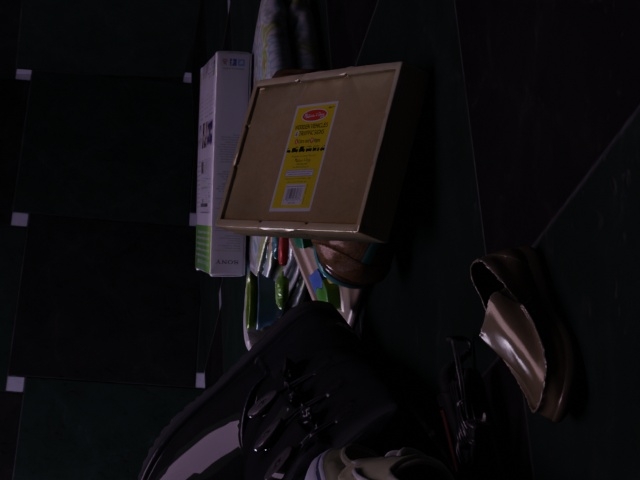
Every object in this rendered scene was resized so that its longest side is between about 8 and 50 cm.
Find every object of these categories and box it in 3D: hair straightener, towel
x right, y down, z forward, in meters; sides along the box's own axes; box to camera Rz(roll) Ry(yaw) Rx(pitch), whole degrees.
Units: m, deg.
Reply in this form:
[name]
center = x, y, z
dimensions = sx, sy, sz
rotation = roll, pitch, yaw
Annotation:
[hair straightener]
center = 0.125, 0.154, 1.030
dimensions = 0.089, 0.047, 0.230
rotation = 100, 170, -45
[towel]
center = -0.050, -0.123, 1.899
dimensions = 0.320, 0.090, 0.374
rotation = 106, 161, -50

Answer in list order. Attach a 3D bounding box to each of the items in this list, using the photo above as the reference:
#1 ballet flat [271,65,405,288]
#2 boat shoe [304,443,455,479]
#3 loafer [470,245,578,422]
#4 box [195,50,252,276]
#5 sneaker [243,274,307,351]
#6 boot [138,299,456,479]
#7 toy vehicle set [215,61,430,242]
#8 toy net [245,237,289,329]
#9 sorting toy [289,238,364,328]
[ballet flat]
center = 0.026, -0.104, 1.430
dimensions = 0.124, 0.116, 0.342
rotation = -57, 29, 35
[boat shoe]
center = 0.066, 0.203, 0.992
dimensions = 0.094, 0.109, 0.302
rotation = -65, 18, 4
[loafer]
center = 0.135, 0.063, 0.918
dimensions = 0.148, 0.050, 0.056
rotation = -101, 15, -49
[box]
center = -0.147, -0.110, 2.026
dimensions = 0.232, 0.058, 0.322
rotation = -171, 84, -79
[sneaker]
center = -0.074, 0.089, 1.993
dimensions = 0.095, 0.090, 0.235
rotation = 120, 163, -45
[boot]
center = -0.053, 0.262, 1.365
dimensions = 0.367, 0.146, 0.445
rotation = -55, 17, 5
[toy vehicle set]
center = -0.005, -0.085, 1.344
dimensions = 0.267, 0.035, 0.166
rotation = 4, 76, 57
[toy net]
center = -0.062, -0.015, 1.594
dimensions = 0.122, 0.045, 0.232
rotation = 104, 167, -67
[sorting toy]
center = 0.000, 0.000, 1.595
dimensions = 0.208, 0.038, 0.193
rotation = 110, 141, -60
